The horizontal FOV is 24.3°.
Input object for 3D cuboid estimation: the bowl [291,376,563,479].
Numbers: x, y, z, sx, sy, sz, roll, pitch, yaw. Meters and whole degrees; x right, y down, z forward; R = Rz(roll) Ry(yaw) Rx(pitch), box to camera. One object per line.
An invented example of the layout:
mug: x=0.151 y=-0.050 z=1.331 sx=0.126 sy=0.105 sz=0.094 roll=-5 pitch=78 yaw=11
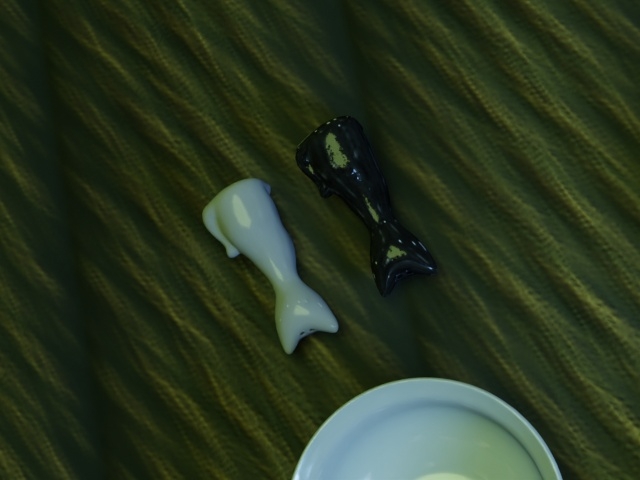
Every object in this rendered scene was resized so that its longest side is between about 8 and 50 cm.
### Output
bowl: x=0.123 y=0.298 z=1.559 sx=0.297 sy=0.134 sz=0.298 roll=-4 pitch=76 yaw=18

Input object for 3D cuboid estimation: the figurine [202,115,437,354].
figurine: x=0.000 y=0.000 z=1.704 sx=0.215 sy=0.092 sz=0.209 roll=-32 pitch=73 yaw=9
